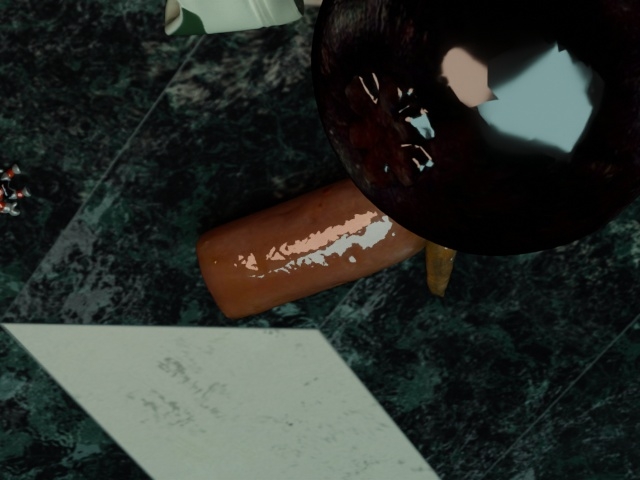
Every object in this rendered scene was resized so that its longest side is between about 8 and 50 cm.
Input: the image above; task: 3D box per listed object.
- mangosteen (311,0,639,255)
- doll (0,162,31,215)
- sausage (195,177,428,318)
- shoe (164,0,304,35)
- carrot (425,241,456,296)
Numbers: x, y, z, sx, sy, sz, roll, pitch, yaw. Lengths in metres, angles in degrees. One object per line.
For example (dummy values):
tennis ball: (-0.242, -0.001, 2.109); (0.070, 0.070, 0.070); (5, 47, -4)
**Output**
mangosteen: (0.201, -0.187, 1.751); (0.435, 0.382, 0.382); (-31, 141, -35)
doll: (-0.369, -0.044, 1.960); (0.114, 0.039, 0.057); (-19, 135, 4)
sausage: (0.000, 0.000, 2.007); (0.259, 0.113, 0.113); (-19, 130, 10)
shoe: (-0.143, -0.334, 1.700); (0.160, 0.132, 0.363); (-15, 134, 11)
carrot: (0.136, -0.012, 2.056); (0.057, 0.057, 0.224); (-3, 134, -6)
